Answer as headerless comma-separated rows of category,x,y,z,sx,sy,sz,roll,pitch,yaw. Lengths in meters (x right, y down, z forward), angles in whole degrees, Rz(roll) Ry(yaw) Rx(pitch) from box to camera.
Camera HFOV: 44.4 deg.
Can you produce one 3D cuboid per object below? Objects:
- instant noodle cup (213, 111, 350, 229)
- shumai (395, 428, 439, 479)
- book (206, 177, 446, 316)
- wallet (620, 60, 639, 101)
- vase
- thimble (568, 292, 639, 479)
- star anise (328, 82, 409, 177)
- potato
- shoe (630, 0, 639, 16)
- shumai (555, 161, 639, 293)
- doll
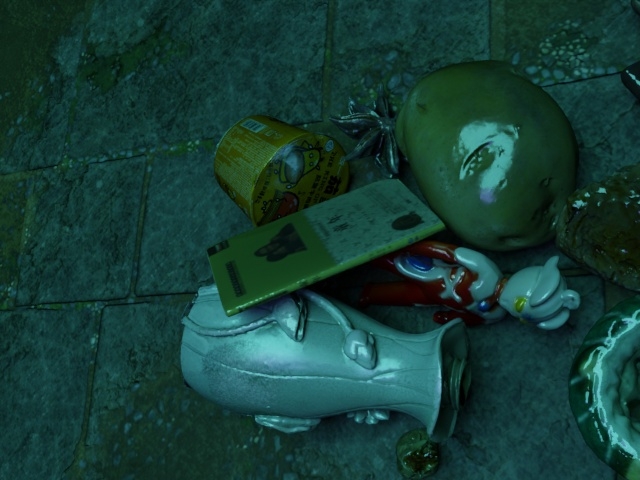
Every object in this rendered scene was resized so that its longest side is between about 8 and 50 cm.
instant noodle cup,-0.080,-0.121,1.407,0.172,0.216,0.215,36,92,41
shumai,0.142,0.329,1.205,0.083,0.080,0.082,-47,57,9
book,0.000,0.000,1.230,0.352,0.035,0.239,-21,25,-6
wallet,0.583,-0.206,1.157,0.182,0.049,0.229,-27,63,-5
vase,0.010,0.185,1.234,0.445,0.250,0.250,7,77,22
thimble,0.477,0.189,1.027,0.254,0.167,0.288,42,96,30
star anise,0.101,-0.190,1.384,0.181,0.061,0.204,-14,60,-21
potato,0.261,-0.142,1.217,0.243,0.221,0.326,-36,57,23
shoe,0.612,-0.493,1.198,0.351,0.172,0.198,-49,20,26
shumai,0.445,-0.032,1.128,0.218,0.184,0.185,10,39,5
doll,0.207,0.068,1.201,0.384,0.188,0.099,2,51,35
